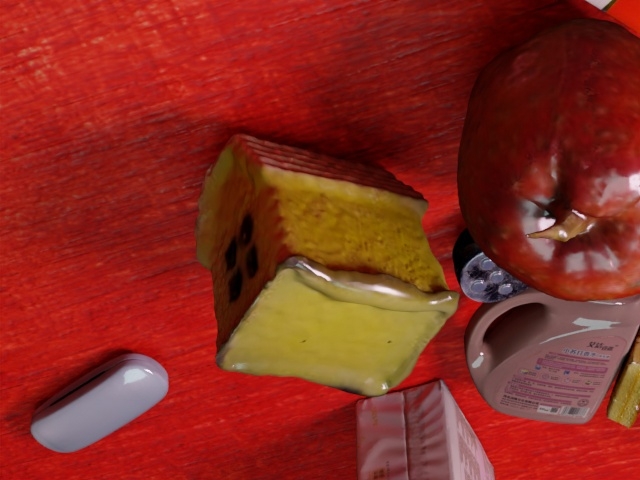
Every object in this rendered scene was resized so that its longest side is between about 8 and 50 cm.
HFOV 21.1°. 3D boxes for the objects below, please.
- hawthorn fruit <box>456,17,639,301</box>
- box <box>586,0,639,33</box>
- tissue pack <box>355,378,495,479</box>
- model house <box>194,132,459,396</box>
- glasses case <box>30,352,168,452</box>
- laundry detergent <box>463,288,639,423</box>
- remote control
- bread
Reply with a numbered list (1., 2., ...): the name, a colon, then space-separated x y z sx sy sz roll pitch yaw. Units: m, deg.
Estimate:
1. hawthorn fruit: 0.241 -0.066 1.538 0.258 0.262 0.258 -10 129 -13
2. box: 0.245 -0.276 1.489 0.245 0.035 0.139 25 127 -23
3. tissue pack: 0.122 0.302 1.898 0.124 0.225 0.185 -17 131 14
4. model house: 0.000 0.000 1.614 0.193 0.234 0.175 11 140 -25
5. glasses case: -0.244 0.180 1.893 0.178 0.045 0.067 -32 126 26
6. laundry detergent: 0.245 0.088 1.803 0.171 0.076 0.237 8 132 -9
7. remote control: 0.253 -0.024 1.717 0.265 0.066 0.090 -26 136 15
8. bread: 0.341 0.139 1.845 0.035 0.090 0.094 22 132 9
